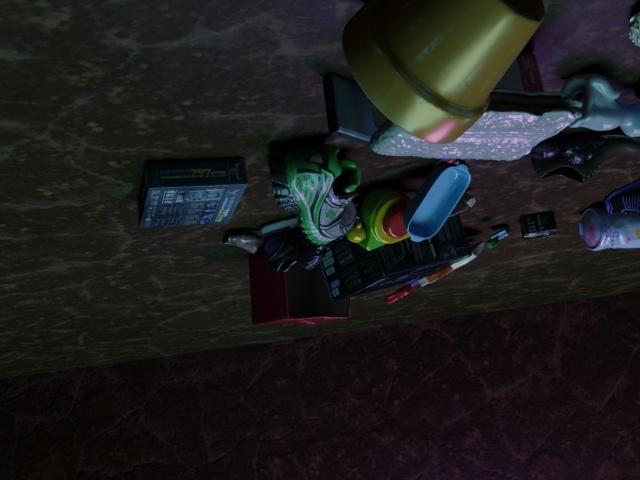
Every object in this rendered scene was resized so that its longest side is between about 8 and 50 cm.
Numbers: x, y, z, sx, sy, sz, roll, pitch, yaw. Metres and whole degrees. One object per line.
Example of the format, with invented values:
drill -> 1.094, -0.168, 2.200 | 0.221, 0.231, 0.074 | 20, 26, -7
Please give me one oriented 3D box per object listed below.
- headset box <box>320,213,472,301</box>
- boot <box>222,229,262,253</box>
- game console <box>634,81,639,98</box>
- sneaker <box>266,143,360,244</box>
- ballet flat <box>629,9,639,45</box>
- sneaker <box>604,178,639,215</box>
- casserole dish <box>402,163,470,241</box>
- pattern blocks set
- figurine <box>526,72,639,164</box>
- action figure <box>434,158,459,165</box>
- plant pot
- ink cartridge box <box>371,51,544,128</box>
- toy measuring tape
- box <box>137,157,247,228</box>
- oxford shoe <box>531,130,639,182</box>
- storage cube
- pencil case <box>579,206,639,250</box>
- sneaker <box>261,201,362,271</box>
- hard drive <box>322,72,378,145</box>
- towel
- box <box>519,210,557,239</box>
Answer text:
headset box -> 0.182, 0.030, 2.240 | 0.283, 0.131, 0.246 | -12, 169, -32
boot -> -0.188, 0.002, 2.214 | 0.087, 0.042, 0.118 | 4, 161, -17
game console -> 0.661, -0.213, 1.496 | 0.173, 0.250, 0.293 | -23, 165, 0
sneaker -> 0.018, -0.084, 1.799 | 0.146, 0.134, 0.343 | -12, 164, 12
ballet flat -> 0.488, -0.307, 1.309 | 0.091, 0.077, 0.241 | -9, 166, 2
sneaker -> 0.761, -0.088, 2.236 | 0.081, 0.090, 0.232 | -3, 164, -18
casserole dish -> 0.234, -0.084, 1.935 | 0.114, 0.037, 0.188 | 14, 112, -50
pattern blocks set -> 0.342, 0.063, 2.466 | 0.325, 0.026, 0.285 | -31, 179, 36
figurine -> 0.462, -0.200, 1.638 | 0.209, 0.092, 0.215 | 9, 157, -36
action figure -> 0.237, -0.163, 1.822 | 0.038, 0.030, 0.115 | -24, 161, 34
plant pot -> 0.163, -0.255, 1.154 | 0.205, 0.205, 0.188 | 6, 144, -42
ink cartridge box -> 0.206, -0.227, 1.438 | 0.218, 0.092, 0.158 | 0, 163, -33
toy measuring tape -> 0.194, -0.076, 2.021 | 0.330, 0.121, 0.121 | -21, 172, -24
box -> -0.248, -0.088, 1.797 | 0.183, 0.059, 0.233 | -3, 164, -15
oxford shoe -> 0.526, -0.159, 1.852 | 0.227, 0.096, 0.083 | -9, 163, 0
storage cube -> -0.054, 0.109, 2.354 | 0.183, 0.215, 0.193 | 1, 170, -31
pencil case -> 0.805, -0.038, 2.409 | 0.273, 0.113, 0.124 | -4, -161, -14
sneaker -> 0.000, 0.000, 2.121 | 0.283, 0.124, 0.107 | -17, 163, 31
hard drive -> 0.058, -0.198, 1.465 | 0.022, 0.094, 0.135 | -18, 162, 37
towel -> 0.231, -0.168, 1.402 | 0.282, 0.049, 0.187 | -1, 163, -23
box -> 0.554, -0.038, 2.399 | 0.083, 0.052, 0.062 | -10, 165, 4
